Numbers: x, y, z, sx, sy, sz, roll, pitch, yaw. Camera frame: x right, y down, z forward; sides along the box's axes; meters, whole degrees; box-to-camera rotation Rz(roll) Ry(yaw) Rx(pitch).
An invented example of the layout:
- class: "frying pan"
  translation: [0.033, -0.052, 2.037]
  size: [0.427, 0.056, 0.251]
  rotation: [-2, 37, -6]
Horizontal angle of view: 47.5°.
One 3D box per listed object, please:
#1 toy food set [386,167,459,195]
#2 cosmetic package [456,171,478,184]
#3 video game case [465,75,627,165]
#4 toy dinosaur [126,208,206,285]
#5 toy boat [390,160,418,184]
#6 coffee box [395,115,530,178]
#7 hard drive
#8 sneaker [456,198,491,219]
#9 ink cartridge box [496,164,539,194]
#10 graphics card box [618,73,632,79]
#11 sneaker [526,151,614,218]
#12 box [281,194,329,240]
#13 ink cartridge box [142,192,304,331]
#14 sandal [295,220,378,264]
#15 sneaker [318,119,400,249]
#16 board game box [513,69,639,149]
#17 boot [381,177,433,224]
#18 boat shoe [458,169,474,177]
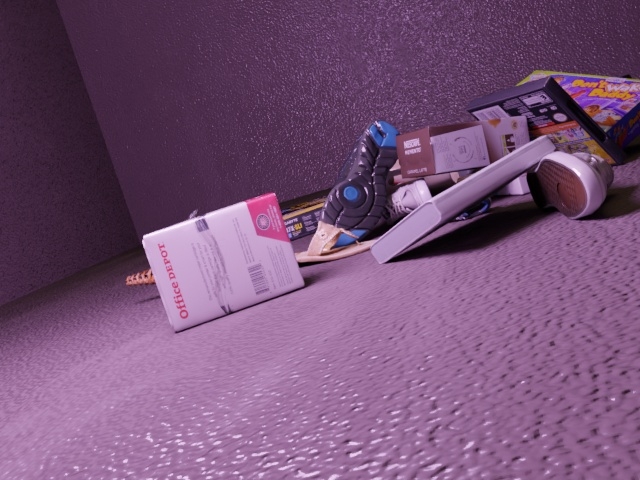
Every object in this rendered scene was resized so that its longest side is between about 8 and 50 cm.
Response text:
- class: "toy food set"
  translation: [0.237, -0.153, 1.872]
  size: [0.219, 0.093, 0.306]
  rotation: [-15, -5, 16]
- class: "cosmetic package"
  translation: [0.372, -0.139, 1.808]
  size: [0.060, 0.041, 0.115]
  rotation: [-15, 7, 14]
- class: "video game case"
  translation: [0.483, -0.240, 1.585]
  size: [0.035, 0.248, 0.275]
  rotation: [-55, 18, -14]
- class: "toy dinosaur"
  translation: [-0.291, 0.036, 1.717]
  size: [0.321, 0.165, 0.218]
  rotation: [2, 19, -15]
- class: "toy boat"
  translation: [0.220, -0.214, 2.113]
  size: [0.230, 0.151, 0.151]
  rotation: [4, -25, 26]
- class: "coffee box"
  translation: [0.305, -0.199, 1.554]
  size: [0.246, 0.098, 0.141]
  rotation: [-10, 4, -24]
- class: "hard drive"
  translation: [0.246, -0.072, 1.259]
  size: [0.307, 0.040, 0.203]
  rotation: [-28, -8, -33]
- class: "sneaker"
  translation: [0.273, -0.064, 1.446]
  size: [0.135, 0.052, 0.058]
  rotation: [-17, 11, 12]
- class: "ink cartridge box"
  translation: [0.444, -0.140, 1.563]
  size: [0.104, 0.060, 0.180]
  rotation: [-19, 7, -12]
- class: "graphics card box"
  translation: [0.732, -0.360, 2.173]
  size: [0.232, 0.094, 0.371]
  rotation: [-20, -5, -24]
- class: "sneaker"
  translation: [0.421, -0.106, 1.168]
  size: [0.123, 0.106, 0.290]
  rotation: [-19, 5, 5]
- class: "box"
  translation: [-0.008, -0.079, 2.148]
  size: [0.321, 0.080, 0.257]
  rotation: [-19, 6, -14]
- class: "ink cartridge box"
  translation: [-0.170, 0.035, 1.268]
  size: [0.237, 0.172, 0.100]
  rotation: [-19, 7, -11]
- class: "sandal"
  translation: [-0.002, 0.001, 1.490]
  size: [0.239, 0.079, 0.088]
  rotation: [-15, 8, 21]
- class: "sneaker"
  translation: [0.087, -0.108, 1.650]
  size: [0.341, 0.125, 0.140]
  rotation: [-61, 5, -28]
- class: "board game box"
  translation: [0.590, -0.304, 1.729]
  size: [0.233, 0.078, 0.347]
  rotation: [-38, 35, -23]
- class: "boot"
  translation: [0.189, -0.073, 1.626]
  size: [0.123, 0.095, 0.258]
  rotation: [-23, -2, 4]
- class: "boat shoe"
  translation: [0.383, -0.227, 2.248]
  size: [0.109, 0.094, 0.302]
  rotation: [-11, 10, 42]
